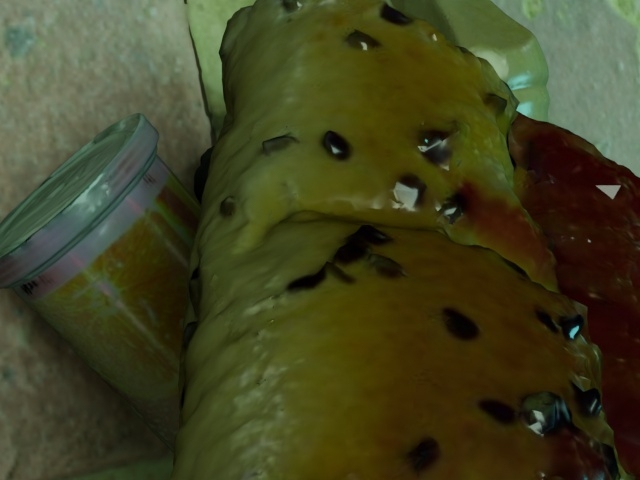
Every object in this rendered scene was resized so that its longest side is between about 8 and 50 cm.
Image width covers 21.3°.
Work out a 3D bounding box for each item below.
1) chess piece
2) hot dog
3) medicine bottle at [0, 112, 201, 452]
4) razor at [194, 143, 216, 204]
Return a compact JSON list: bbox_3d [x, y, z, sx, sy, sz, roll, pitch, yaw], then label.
[{"bbox_3d":[0.081,-0.093,0.931,0.090,0.090,0.200,-15,88,-30],"label":"chess piece"},{"bbox_3d":[0.078,0.118,0.676,0.367,0.196,0.365,42,38,-23],"label":"hot dog"},{"bbox_3d":[0.015,0.127,0.846,0.426,0.108,0.108,47,63,-15],"label":"medicine bottle"},{"bbox_3d":[0.000,0.000,0.882,0.148,0.054,0.090,47,44,-12],"label":"razor"}]
